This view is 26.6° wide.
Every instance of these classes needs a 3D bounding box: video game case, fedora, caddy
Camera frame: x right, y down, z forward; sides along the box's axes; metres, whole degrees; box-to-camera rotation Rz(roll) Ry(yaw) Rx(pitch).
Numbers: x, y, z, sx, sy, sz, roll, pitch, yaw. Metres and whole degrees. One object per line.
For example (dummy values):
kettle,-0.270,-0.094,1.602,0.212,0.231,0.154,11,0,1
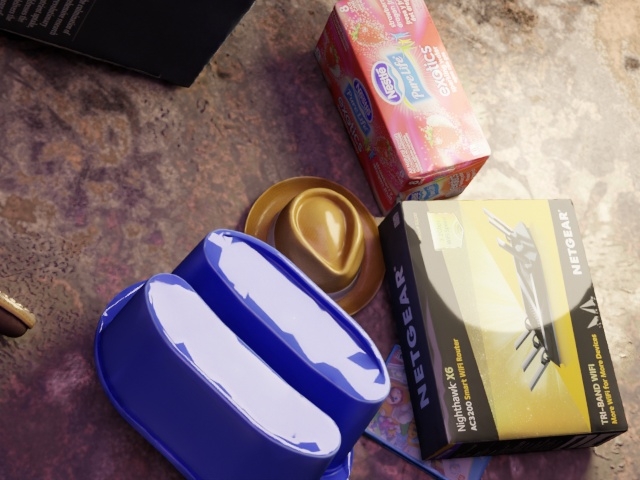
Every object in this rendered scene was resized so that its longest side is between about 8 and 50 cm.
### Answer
video game case,0.134,0.216,1.632,0.166,0.015,0.119,31,64,1
fedora,0.000,0.000,1.655,0.194,0.079,0.194,5,68,-11
caddy,-0.092,0.156,1.520,0.341,0.179,0.241,43,42,6

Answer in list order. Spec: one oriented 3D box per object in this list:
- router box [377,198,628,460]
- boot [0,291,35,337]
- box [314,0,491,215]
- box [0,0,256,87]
router box,0.218,0.102,1.646,0.243,0.081,0.309,-2,67,-21
boot,-0.467,0.121,1.512,0.248,0.090,0.207,23,79,-10
box,0.100,-0.179,1.725,0.122,0.128,0.257,-16,73,-19
box,-0.298,-0.506,1.635,0.471,0.297,0.480,16,65,-21
